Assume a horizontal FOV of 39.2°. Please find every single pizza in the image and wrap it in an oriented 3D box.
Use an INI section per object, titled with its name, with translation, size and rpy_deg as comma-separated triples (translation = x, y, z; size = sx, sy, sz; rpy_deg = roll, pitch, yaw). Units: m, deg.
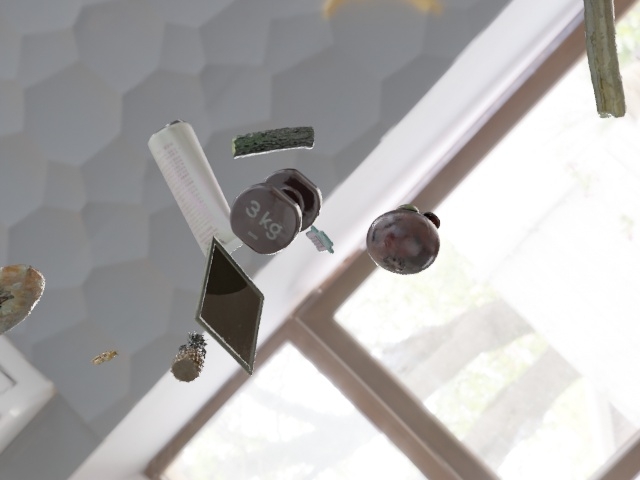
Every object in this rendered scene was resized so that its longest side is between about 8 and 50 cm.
[pizza]
translation = -0.565, 0.306, 2.357
size = 0.037, 0.083, 0.016
rpy_deg = -94, -19, -55

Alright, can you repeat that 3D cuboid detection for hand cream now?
[hand cream]
translation = -0.305, -0.123, 2.234
size = 0.118, 0.185, 0.358
rpy_deg = -22, -97, -41

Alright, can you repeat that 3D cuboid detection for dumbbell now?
[dumbbell]
translation = -0.084, -0.061, 1.781
size = 0.140, 0.124, 0.225
rpy_deg = 41, -162, 0

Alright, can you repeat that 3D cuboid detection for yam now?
[yam]
translation = 0.660, -0.466, 2.106
size = 0.083, 0.083, 0.371
rpy_deg = -96, -5, -78

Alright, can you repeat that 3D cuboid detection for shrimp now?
[shrimp]
translation = -0.750, 0.158, 2.056
size = 0.164, 0.317, 0.062
rpy_deg = 18, -142, -39

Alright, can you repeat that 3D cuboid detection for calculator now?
[calculator]
translation = 0.000, 0.000, 2.375
size = 0.094, 0.019, 0.141
rpy_deg = 51, 164, -7

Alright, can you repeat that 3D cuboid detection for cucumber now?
[cucumber]
translation = -0.106, -0.221, 2.012
size = 0.058, 0.187, 0.058
rpy_deg = 171, 90, -83

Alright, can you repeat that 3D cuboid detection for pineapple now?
[pineapple]
translation = -0.280, 0.249, 1.965
size = 0.074, 0.074, 0.159
rpy_deg = 42, -165, -11

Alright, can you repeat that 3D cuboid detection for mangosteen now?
[mangosteen]
translation = 0.205, -0.010, 2.180
size = 0.200, 0.200, 0.200
rpy_deg = 42, -172, -7

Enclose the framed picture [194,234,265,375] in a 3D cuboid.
[framed picture]
translation = -0.184, 0.136, 1.837
size = 0.252, 0.014, 0.197
rpy_deg = 56, -147, -49
